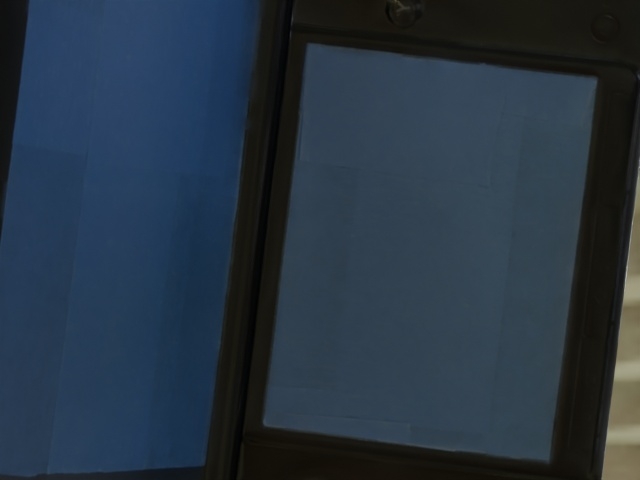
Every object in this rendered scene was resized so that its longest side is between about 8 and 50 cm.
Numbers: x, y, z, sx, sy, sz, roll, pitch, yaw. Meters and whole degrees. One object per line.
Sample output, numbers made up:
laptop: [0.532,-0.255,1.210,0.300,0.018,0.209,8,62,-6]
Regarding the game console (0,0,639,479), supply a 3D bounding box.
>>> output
game console: [0.000,0.000,0.715,0.250,0.293,0.173,7,1,4]
